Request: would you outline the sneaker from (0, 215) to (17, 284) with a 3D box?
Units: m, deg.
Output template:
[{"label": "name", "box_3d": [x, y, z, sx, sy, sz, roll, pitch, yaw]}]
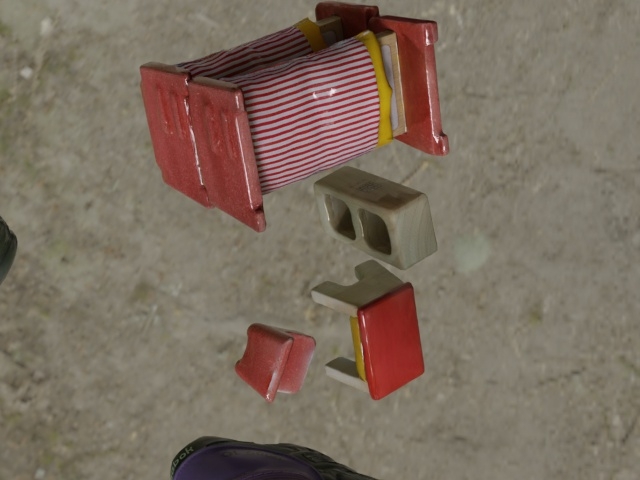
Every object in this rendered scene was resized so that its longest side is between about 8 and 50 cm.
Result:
[{"label": "sneaker", "box_3d": [-0.220, -0.013, 0.461, 0.227, 0.087, 0.130, -11, 122, 33]}]

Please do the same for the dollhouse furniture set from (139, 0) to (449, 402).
[{"label": "dollhouse furniture set", "box_3d": [0.000, 0.000, 1.176, 0.152, 0.201, 0.374, 25, 133, 49]}]

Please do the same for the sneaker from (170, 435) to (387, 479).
[{"label": "sneaker", "box_3d": [0.016, 0.195, 1.013, 0.283, 0.124, 0.107, 23, 101, -41]}]
